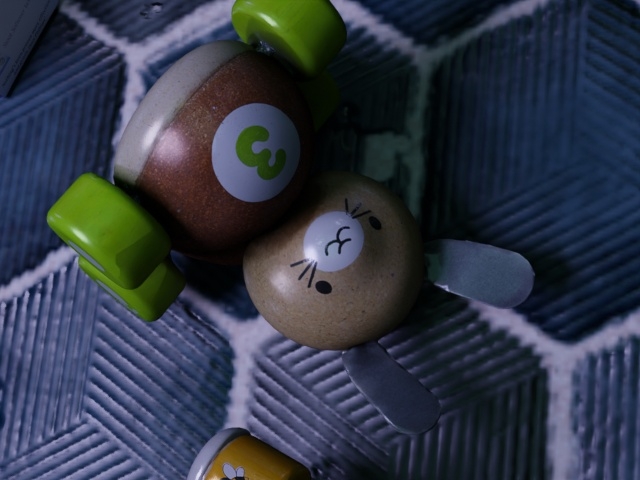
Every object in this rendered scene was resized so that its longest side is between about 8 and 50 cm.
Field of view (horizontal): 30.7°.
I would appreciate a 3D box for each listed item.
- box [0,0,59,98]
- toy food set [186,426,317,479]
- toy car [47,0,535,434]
[{"bbox_3d":[-0.235,-0.151,0.637,0.126,0.137,0.072,27,86,19],"label":"box"},{"bbox_3d":[-0.074,0.170,0.526,0.104,0.111,0.232,26,111,24],"label":"toy food set"},{"bbox_3d":[0.000,0.000,0.549,0.188,0.149,0.155,37,78,8],"label":"toy car"}]
